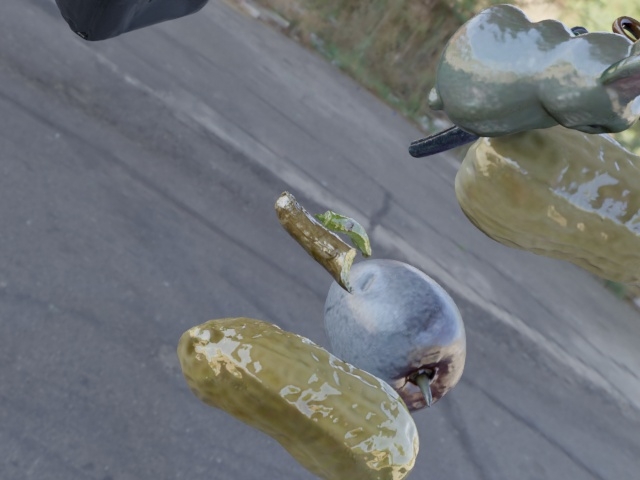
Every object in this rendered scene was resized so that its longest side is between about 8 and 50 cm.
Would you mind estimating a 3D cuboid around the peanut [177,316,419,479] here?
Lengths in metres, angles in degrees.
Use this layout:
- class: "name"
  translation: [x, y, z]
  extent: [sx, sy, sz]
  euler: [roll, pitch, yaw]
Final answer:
- class: "peanut"
  translation: [-0.026, 0.184, 1.109]
  extent: [0.305, 0.147, 0.147]
  euler: [32, 19, -9]

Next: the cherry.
- class: "cherry"
  translation: [0.120, 0.156, 1.566]
  extent: [0.296, 0.218, 0.255]
  euler: [50, -8, 40]

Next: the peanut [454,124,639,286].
- class: "peanut"
  translation: [0.293, -0.038, 1.008]
  extent: [0.313, 0.152, 0.152]
  euler: [19, 22, -7]

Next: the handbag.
- class: "handbag"
  translation: [-0.275, -0.477, 1.534]
  extent: [0.275, 0.302, 0.178]
  euler: [-27, 83, -31]

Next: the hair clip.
- class: "hair clip"
  translation: [0.217, -0.166, 1.201]
  extent: [0.048, 0.275, 0.083]
  euler: [37, 38, -35]

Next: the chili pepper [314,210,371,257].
- class: "chili pepper"
  translation: [0.064, -0.013, 1.907]
  extent: [0.043, 0.049, 0.208]
  euler: [44, 5, 42]

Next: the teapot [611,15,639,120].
- class: "teapot"
  translation: [0.562, -0.286, 1.602]
  extent: [0.135, 0.178, 0.252]
  euler: [-5, 55, -37]

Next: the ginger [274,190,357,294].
- class: "ginger"
  translation: [0.000, 0.002, 1.092]
  extent: [0.137, 0.044, 0.057]
  euler: [43, 16, 10]

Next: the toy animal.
- class: "toy animal"
  translation: [0.218, -0.139, 0.848]
  extent: [0.125, 0.127, 0.251]
  euler: [24, -2, -36]
